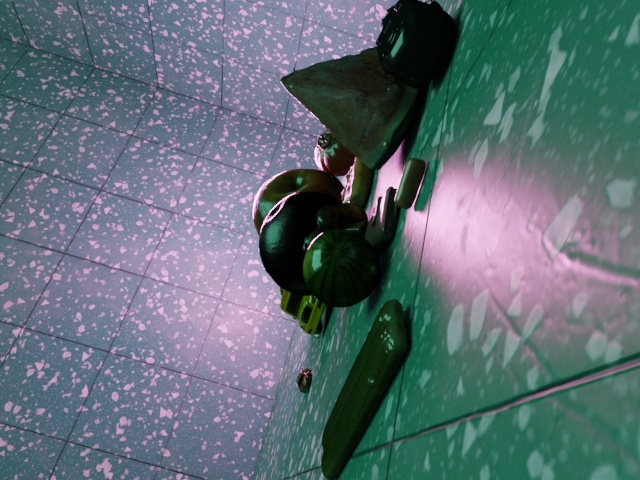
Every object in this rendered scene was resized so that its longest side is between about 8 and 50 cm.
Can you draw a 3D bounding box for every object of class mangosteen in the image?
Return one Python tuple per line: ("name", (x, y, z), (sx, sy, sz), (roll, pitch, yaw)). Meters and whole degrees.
("mangosteen", (0.000, 0.000, 1.245), (0.302, 0.275, 0.274), (-15, 49, 43))

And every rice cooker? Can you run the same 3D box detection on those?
("rice cooker", (0.175, -0.370, 0.940), (0.202, 0.119, 0.142), (-90, 23, -49))

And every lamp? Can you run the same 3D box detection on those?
("lamp", (0.078, -0.362, 2.025), (0.223, 0.197, 0.223), (-24, 54, 38))

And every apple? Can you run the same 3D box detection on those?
("apple", (-0.070, -0.090, 1.995), (0.374, 0.385, 0.373), (-4, -90, -74))

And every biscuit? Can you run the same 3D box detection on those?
("biscuit", (0.051, 0.218, 0.709), (0.099, 0.038, 0.322), (-82, 9, -54))

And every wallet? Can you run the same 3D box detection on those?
("wallet", (0.113, -0.026, 0.970), (0.152, 0.039, 0.117), (110, 174, -62))

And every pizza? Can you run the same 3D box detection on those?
("pizza", (0.089, -0.113, 1.559), (0.279, 0.075, 0.287), (-76, 4, -58))

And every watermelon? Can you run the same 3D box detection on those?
("watermelon", (0.037, 0.056, 0.926), (0.187, 0.141, 0.140), (83, -158, -71))
("watermelon", (0.075, -0.266, 1.113), (0.282, 0.293, 0.250), (-79, -15, -44))

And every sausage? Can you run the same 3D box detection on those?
("sausage", (0.143, -0.091, 0.806), (0.034, 0.034, 0.083), (-95, 21, -82))

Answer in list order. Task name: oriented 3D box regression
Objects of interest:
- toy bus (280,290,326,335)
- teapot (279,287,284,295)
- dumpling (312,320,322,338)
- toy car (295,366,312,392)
("toy bus", (-0.037, 0.154, 1.612), (0.330, 0.152, 0.144), (-79, 8, -67))
("teapot", (-0.050, 0.165, 1.918), (0.269, 0.173, 0.183), (-63, -22, -1))
("dumpling", (-0.023, 0.273, 1.619), (0.076, 0.052, 0.057), (-86, 9, -71))
("toy car", (-0.050, 0.413, 1.495), (0.122, 0.035, 0.059), (119, 171, -85))
